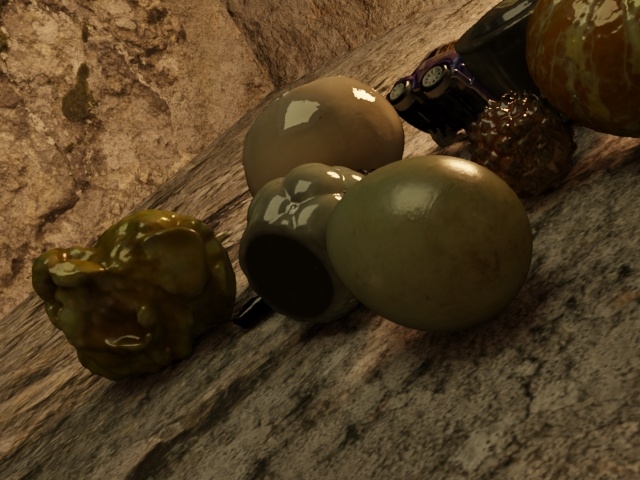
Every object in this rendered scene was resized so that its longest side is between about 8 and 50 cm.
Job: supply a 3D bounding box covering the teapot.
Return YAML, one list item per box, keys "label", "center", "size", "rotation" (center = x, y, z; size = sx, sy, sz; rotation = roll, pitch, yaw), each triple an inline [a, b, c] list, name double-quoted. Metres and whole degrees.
- label: "teapot"
  center: [0.427, -0.343, 1.516]
  size: [0.322, 0.239, 0.239]
  rotation: [-34, 16, 14]

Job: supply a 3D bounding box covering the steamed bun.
- label: "steamed bun"
  center: [0.015, -0.153, 1.673]
  size: [0.324, 0.206, 0.324]
  rotation: [-24, -26, -13]

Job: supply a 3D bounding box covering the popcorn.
- label: "popcorn"
  center: [-0.330, 0.087, 1.599]
  size: [0.334, 0.292, 0.293]
  rotation: [-32, 11, -15]

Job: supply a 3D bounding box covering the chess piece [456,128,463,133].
- label: "chess piece"
  center: [0.312, -0.268, 1.827]
  size: [0.122, 0.066, 0.066]
  rotation: [-27, 17, 34]

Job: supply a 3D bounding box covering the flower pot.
- label: "flower pot"
  center: [0.000, 0.000, 1.322]
  size: [0.246, 0.246, 0.195]
  rotation: [-17, 24, 43]

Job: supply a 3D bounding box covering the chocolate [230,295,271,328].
- label: "chocolate"
  center: [-0.090, 0.100, 1.508]
  size: [0.147, 0.070, 0.072]
  rotation: [-24, -10, 25]

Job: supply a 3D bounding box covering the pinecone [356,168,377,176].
- label: "pinecone"
  center: [0.089, -0.066, 1.532]
  size: [0.121, 0.140, 0.140]
  rotation: [-30, 13, -28]

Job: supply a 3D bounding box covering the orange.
- label: "orange"
  center: [0.458, -0.288, 1.235]
  size: [0.329, 0.249, 0.329]
  rotation: [-20, 28, 11]

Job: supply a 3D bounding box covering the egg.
- label: "egg"
  center: [0.125, 0.001, 1.088]
  size: [0.218, 0.218, 0.295]
  rotation: [-41, 29, -26]

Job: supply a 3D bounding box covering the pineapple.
- label: "pineapple"
  center: [0.298, -0.150, 1.331]
  size: [0.166, 0.166, 0.193]
  rotation: [-34, 20, -5]

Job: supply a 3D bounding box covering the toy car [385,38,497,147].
- label: "toy car"
  center: [0.257, -0.305, 1.744]
  size: [0.235, 0.172, 0.158]
  rotation: [-8, 53, 51]
